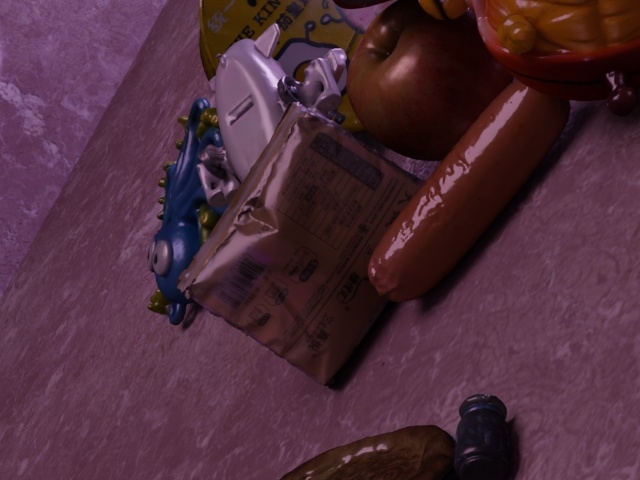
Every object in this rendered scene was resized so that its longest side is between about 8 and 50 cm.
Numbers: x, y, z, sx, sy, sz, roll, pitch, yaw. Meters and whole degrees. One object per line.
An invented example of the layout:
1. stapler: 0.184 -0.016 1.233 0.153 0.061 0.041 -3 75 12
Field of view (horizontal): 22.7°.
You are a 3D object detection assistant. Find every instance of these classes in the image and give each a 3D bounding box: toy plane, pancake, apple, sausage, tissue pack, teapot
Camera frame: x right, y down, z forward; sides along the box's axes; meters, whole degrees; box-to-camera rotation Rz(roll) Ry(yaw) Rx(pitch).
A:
1. toy plane: -0.064 -0.147 1.921 0.252 0.118 0.252 -20 60 39
2. pancake: 0.018 0.240 1.476 0.250 0.031 0.250 -28 9 5
3. apple: 0.128 -0.190 1.845 0.209 0.164 0.209 -38 32 29
4. sausage: 0.156 -0.053 1.679 0.289 0.086 0.086 -52 20 13
5. tissue pack: -0.009 0.004 1.783 0.257 0.215 0.123 -56 10 4
6. teapot: 0.146 0.183 1.408 0.049 0.063 0.083 -13 34 18

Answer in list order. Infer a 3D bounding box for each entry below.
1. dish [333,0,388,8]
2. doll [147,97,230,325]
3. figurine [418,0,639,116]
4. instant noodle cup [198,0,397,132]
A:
1. dish: 0.096 -0.360 1.740 0.256 0.117 0.256 -24 -7 -3
2. doll: -0.194 -0.038 2.329 0.346 0.098 0.341 -161 73 -65
3. figurine: 0.260 -0.247 1.577 0.320 0.196 0.323 -14 19 7
4. instant noodle cup: -0.025 -0.285 2.168 0.326 0.325 0.254 -60 10 -10
